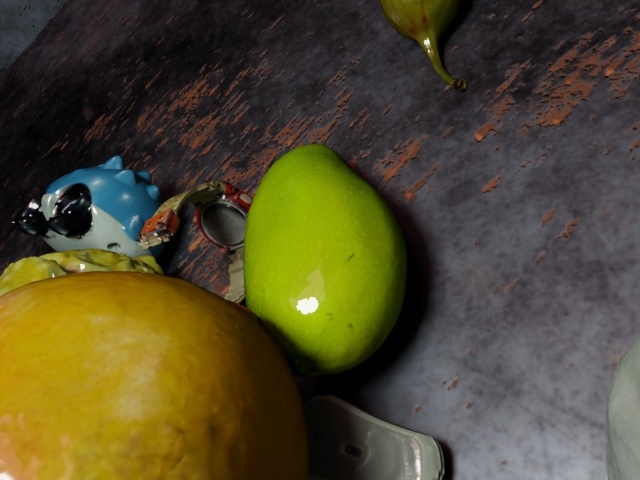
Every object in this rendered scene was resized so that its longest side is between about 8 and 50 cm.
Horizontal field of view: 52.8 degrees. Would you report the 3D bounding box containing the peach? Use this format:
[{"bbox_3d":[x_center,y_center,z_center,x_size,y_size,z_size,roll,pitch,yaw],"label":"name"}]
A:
[{"bbox_3d":[-0.165,0.189,0.545,0.372,0.373,0.289,-112,26,-43],"label":"peach"}]

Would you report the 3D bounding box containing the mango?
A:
[{"bbox_3d":[0.000,0.000,0.760,0.192,0.156,0.343,-24,45,16],"label":"mango"}]

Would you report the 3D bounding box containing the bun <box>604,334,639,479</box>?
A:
[{"bbox_3d":[0.316,0.120,0.339,0.355,0.194,0.354,-17,66,46],"label":"bun"}]

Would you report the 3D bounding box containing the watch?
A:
[{"bbox_3d":[-0.163,0.026,0.835,0.102,0.164,0.268,-20,15,30],"label":"watch"}]

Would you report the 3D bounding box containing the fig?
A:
[{"bbox_3d":[0.157,-0.301,0.897,0.124,0.124,0.236,-22,73,27],"label":"fig"}]

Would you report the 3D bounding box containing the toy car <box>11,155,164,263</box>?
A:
[{"bbox_3d":[-0.351,-0.039,1.056,0.255,0.188,0.190,-3,48,45],"label":"toy car"}]

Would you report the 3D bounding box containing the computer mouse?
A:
[{"bbox_3d":[0.050,0.216,0.644,0.182,0.056,0.089,10,74,36],"label":"computer mouse"}]

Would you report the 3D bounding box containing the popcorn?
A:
[{"bbox_3d":[-0.315,0.141,0.877,0.277,0.225,0.276,-1,88,24],"label":"popcorn"}]
